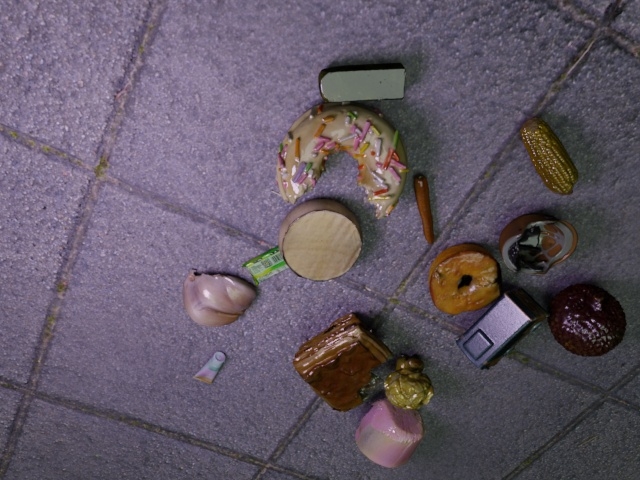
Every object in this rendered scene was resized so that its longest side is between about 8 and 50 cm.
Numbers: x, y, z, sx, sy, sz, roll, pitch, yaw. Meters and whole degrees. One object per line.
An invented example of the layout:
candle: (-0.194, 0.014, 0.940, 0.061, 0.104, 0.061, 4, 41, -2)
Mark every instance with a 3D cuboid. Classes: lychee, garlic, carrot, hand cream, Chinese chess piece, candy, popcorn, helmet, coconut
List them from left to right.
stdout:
hand cream: (-0.407, 0.479, 1.784, 0.076, 0.047, 0.174, 27, 125, -17)
garlic: (-0.353, 0.199, 1.585, 0.228, 0.110, 0.217, 30, 119, -17)
candy: (-0.157, 0.074, 1.557, 0.179, 0.032, 0.102, -28, 120, 12)
Chinese chess piece: (0.000, 0.000, 1.463, 0.258, 0.104, 0.256, -2, 116, -5)
coconut: (0.259, 0.745, 1.849, 0.233, 0.233, 0.245, 21, 117, -12)
popcorn: (0.307, 0.510, 1.719, 0.169, 0.195, 0.173, -10, 120, -1)
carrot: (0.319, -0.090, 1.463, 0.043, 0.043, 0.247, -13, 121, 7)
helmet: (0.646, -0.003, 1.467, 0.225, 0.130, 0.198, -10, 124, -7)
lychee: (0.863, 0.268, 1.568, 0.236, 0.235, 0.271, -10, 134, 5)

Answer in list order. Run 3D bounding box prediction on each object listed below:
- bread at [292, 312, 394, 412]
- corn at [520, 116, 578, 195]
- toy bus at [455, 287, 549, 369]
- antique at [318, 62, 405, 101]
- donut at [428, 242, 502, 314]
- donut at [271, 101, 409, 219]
bread: (0.095, 0.416, 1.673, 0.314, 0.191, 0.370, -34, 127, 11)
corn: (0.648, -0.232, 1.357, 0.097, 0.097, 0.261, -34, 110, 17)
toy bus: (0.598, 0.300, 1.600, 0.167, 0.138, 0.275, 2, 131, -47)
antique: (0.105, -0.413, 1.254, 0.221, 0.080, 0.081, -1, 119, 1)
donut: (0.462, 0.127, 1.548, 0.254, 0.118, 0.253, 0, 117, -1)
donut: (0.072, -0.218, 1.302, 0.372, 0.150, 0.306, 10, 105, -10)
